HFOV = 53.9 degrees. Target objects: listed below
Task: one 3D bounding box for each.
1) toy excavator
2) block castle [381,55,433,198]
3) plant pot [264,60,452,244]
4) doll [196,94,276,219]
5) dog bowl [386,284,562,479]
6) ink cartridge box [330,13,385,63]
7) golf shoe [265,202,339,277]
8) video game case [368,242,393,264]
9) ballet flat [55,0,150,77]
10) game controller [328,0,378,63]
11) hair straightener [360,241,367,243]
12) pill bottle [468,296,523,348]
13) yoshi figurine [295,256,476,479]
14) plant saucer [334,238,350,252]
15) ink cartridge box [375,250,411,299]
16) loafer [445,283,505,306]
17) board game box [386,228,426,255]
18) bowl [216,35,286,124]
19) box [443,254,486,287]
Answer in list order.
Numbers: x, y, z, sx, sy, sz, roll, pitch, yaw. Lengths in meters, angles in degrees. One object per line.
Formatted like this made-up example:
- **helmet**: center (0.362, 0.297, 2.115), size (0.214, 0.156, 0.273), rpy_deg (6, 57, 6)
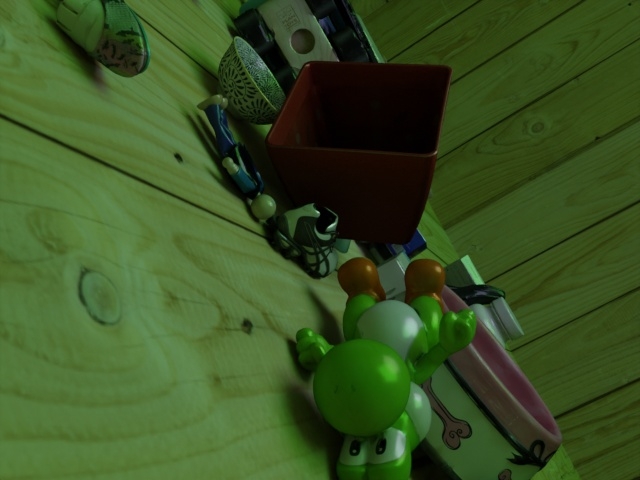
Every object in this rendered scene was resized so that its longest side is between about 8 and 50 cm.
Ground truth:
- **toy excavator**: center (-0.100, -0.558, 1.598), size (0.432, 0.222, 0.445), rpy_deg (57, 2, -15)
- **block castle**: center (0.177, -0.327, 1.972), size (0.303, 0.213, 0.453), rpy_deg (58, 16, -55)
- **plant pot**: center (0.079, -0.142, 1.108), size (0.267, 0.268, 0.235), rpy_deg (-71, 161, -44)
- **doll**: center (-0.120, -0.116, 0.915), size (0.129, 0.046, 0.188), rpy_deg (-55, 119, -84)
- **dog bowl**: center (0.247, 0.241, 1.088), size (0.408, 0.150, 0.408), rpy_deg (46, 14, -15)
- **ink cartridge box**: center (0.039, -0.509, 1.781), size (0.171, 0.233, 0.168), rpy_deg (60, 20, -7)
- **golf shoe**: center (0.000, 0.000, 0.990), size (0.198, 0.094, 0.077), rpy_deg (33, 29, -61)
- **video game case**: center (0.162, 0.039, 1.566), size (0.157, 0.019, 0.143), rpy_deg (52, 17, -25)
- **ballet flat**: center (-0.269, -0.272, 0.719), size (0.079, 0.077, 0.221), rpy_deg (3, 50, -50)
- **game controller**: center (0.063, -0.532, 1.551), size (0.319, 0.067, 0.166), rpy_deg (58, 7, -29)
- **hair straightener**: center (0.052, -0.096, 1.410), size (0.230, 0.047, 0.089), rpy_deg (61, 11, 6)
- **pill bottle**: center (0.314, 0.211, 1.344), size (0.121, 0.216, 0.121), rpy_deg (52, 17, -23)
- **yoshi figurine**: center (0.078, 0.136, 0.805), size (0.203, 0.203, 0.362), rpy_deg (34, 34, -12)
- **plant saucer**: center (0.018, -0.067, 1.280), size (0.195, 0.037, 0.195), rpy_deg (52, 16, -22)
- **ink cartridge box**: center (0.147, 0.087, 1.289), size (0.089, 0.092, 0.143), rpy_deg (59, 15, 3)
- **loafer**: center (0.402, 0.167, 1.752), size (0.076, 0.223, 0.078), rpy_deg (87, 5, -58)
- **board game box**: center (0.126, -0.109, 1.510), size (0.347, 0.078, 0.233), rpy_deg (57, 6, 9)
- **bowl**: center (-0.129, -0.262, 1.101), size (0.170, 0.080, 0.170), rpy_deg (52, 17, -24)
- **box**: center (0.410, 0.141, 1.886), size (0.038, 0.186, 0.145), rpy_deg (-25, 81, -32)
